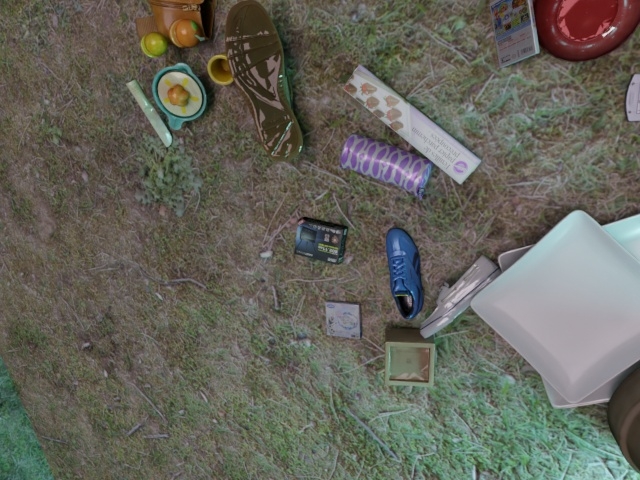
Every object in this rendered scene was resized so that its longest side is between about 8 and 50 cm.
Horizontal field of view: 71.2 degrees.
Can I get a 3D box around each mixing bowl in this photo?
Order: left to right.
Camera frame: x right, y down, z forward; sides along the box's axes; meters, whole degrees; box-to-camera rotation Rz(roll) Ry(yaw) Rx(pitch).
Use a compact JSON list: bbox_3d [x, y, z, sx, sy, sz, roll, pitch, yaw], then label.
[{"bbox_3d":[0.447,-0.387,0.751,0.181,0.098,0.182,16,126,23],"label":"mixing bowl"}]

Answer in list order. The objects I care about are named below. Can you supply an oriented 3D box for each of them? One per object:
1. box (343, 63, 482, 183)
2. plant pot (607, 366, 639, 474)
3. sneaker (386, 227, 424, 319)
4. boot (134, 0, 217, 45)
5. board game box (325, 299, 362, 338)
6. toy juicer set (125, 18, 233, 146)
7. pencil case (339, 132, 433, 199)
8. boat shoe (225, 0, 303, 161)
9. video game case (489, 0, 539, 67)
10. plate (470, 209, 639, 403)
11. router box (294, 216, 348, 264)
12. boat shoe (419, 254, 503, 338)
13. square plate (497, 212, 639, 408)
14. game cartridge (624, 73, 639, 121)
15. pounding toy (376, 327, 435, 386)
[{"bbox_3d":[0.192,-0.246,0.940,0.324,0.067,0.063,42,115,10],"label":"box"},{"bbox_3d":[0.693,0.383,0.721,0.323,0.280,0.323,5,118,11],"label":"plant pot"},{"bbox_3d":[0.188,0.076,1.012,0.069,0.082,0.209,-9,98,27],"label":"sneaker"},{"bbox_3d":[-0.357,-0.627,1.070,0.211,0.104,0.295,2,109,17],"label":"boot"},{"bbox_3d":[0.059,0.199,1.130,0.090,0.020,0.090,2,104,23],"label":"board game box"},{"bbox_3d":[-0.372,-0.387,1.092,0.329,0.089,0.209,-34,116,28],"label":"toy juicer set"},{"bbox_3d":[0.143,-0.164,0.974,0.206,0.086,0.088,27,145,16],"label":"pencil case"},{"bbox_3d":[-0.123,-0.351,1.016,0.123,0.123,0.342,-19,105,1],"label":"boat shoe"},{"bbox_3d":[0.359,-0.396,0.830,0.087,0.011,0.122,7,111,67],"label":"video game case"},{"bbox_3d":[0.484,0.127,0.853,0.278,0.045,0.277,45,113,9],"label":"plate"},{"bbox_3d":[0.000,0.000,1.096,0.122,0.038,0.092,14,108,20],"label":"router box"},{"bbox_3d":[0.296,0.122,0.986,0.226,0.083,0.076,-43,74,14],"label":"boat shoe"},{"bbox_3d":[0.575,0.134,0.869,0.344,0.049,0.347,-20,92,25],"label":"square plate"},{"bbox_3d":[0.578,-0.256,0.799,0.056,0.017,0.083,3,104,19],"label":"game cartridge"},{"bbox_3d":[0.198,0.281,1.060,0.130,0.100,0.141,1,106,8],"label":"pounding toy"}]
